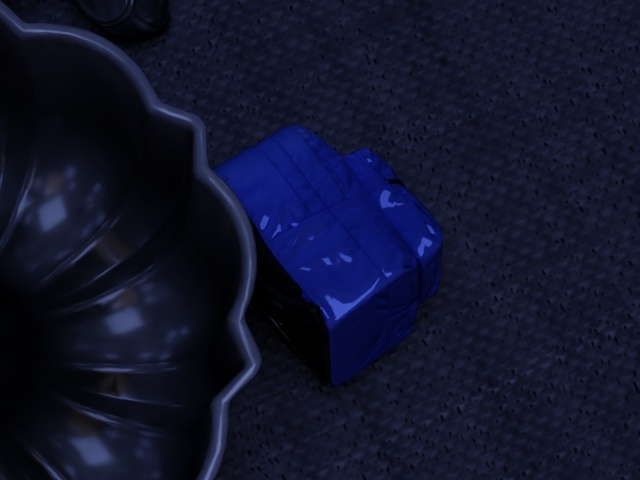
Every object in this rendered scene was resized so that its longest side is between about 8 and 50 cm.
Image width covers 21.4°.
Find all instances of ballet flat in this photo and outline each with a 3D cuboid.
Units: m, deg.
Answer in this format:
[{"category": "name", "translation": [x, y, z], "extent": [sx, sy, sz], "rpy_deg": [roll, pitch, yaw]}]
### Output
[{"category": "ballet flat", "translation": [-0.140, -0.186, 0.972], "extent": [0.057, 0.049, 0.173], "rpy_deg": [-32, 71, 17]}]

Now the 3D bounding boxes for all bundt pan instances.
[{"category": "bundt pan", "translation": [-0.192, 0.051, 0.848], "extent": [0.331, 0.124, 0.330], "rpy_deg": [0, 71, -1]}]

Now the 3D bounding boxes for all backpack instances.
[{"category": "backpack", "translation": [0.000, 0.000, 0.893], "extent": [0.101, 0.098, 0.120], "rpy_deg": [-34, 65, -20]}]
